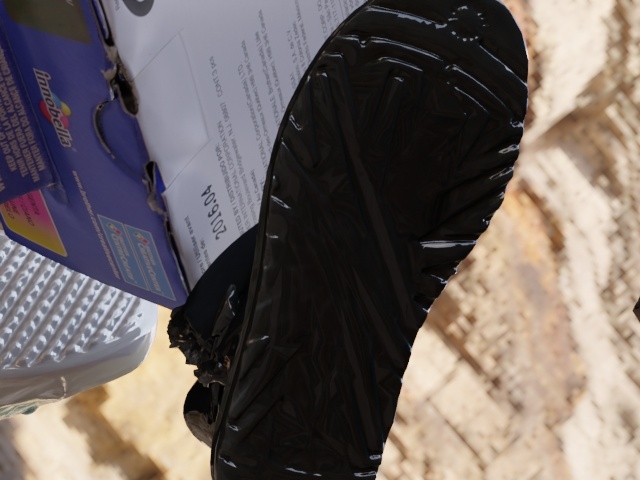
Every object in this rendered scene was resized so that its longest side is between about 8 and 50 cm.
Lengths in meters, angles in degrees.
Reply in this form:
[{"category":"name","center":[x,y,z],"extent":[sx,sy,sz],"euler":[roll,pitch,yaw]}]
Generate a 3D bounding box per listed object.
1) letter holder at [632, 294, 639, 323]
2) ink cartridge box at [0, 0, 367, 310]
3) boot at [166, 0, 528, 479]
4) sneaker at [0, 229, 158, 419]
[{"category":"letter holder","center":[0.370,0.018,1.190],"extent":[0.152,0.302,0.214],"euler":[-18,-64,43]},{"category":"ink cartridge box","center":[-0.065,-0.152,0.914],"extent":[0.151,0.395,0.270],"euler":[20,-37,29]},{"category":"boot","center":[0.000,0.000,0.800],"extent":[0.094,0.246,0.207],"euler":[17,5,-11]},{"category":"sneaker","center":[-0.286,0.095,1.144],"extent":[0.150,0.366,0.135],"euler":[94,-15,-49]}]
